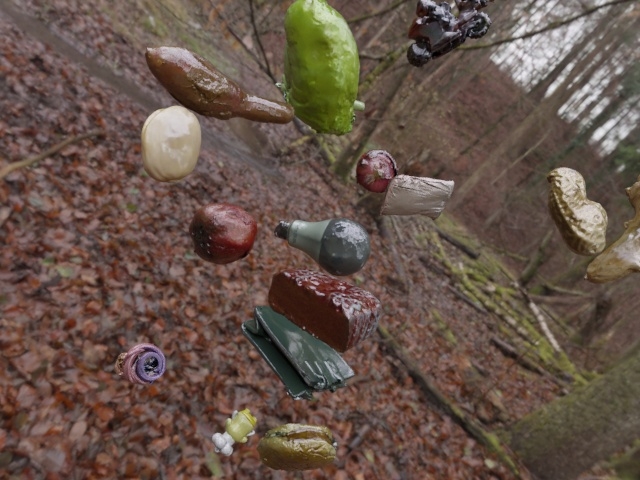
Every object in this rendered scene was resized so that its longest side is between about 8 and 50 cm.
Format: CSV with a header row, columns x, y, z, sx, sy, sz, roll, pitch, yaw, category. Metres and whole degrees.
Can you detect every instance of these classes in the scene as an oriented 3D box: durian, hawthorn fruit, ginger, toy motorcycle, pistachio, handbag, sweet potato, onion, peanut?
x,y,z,sx,sy,sz,roll,pitch,yaw,category
-0.008,-0.460,1.289,0.256,0.204,0.340,44,-30,24,durian
-0.258,-0.032,1.388,0.235,0.181,0.181,-23,63,-45,hawthorn fruit
0.556,-0.048,0.780,0.148,0.333,0.081,38,-15,42,ginger
0.456,-0.743,1.601,0.207,0.400,0.134,71,17,7,toy motorcycle
-0.345,-0.230,1.128,0.145,0.117,0.201,42,51,-55,pistachio
-0.053,0.279,1.225,0.260,0.079,0.247,47,14,28,handbag
-0.207,-0.308,1.036,0.385,0.109,0.109,12,32,-53,sweet potato
0.223,-0.280,1.973,0.184,0.184,0.147,41,-5,-11,onion
0.641,-0.073,1.218,0.196,0.110,0.233,-20,78,-51,peanut

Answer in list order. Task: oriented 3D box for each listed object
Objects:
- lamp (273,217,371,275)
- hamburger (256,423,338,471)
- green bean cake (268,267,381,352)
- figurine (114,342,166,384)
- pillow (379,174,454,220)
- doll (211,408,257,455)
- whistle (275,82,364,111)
x,y,z,sx,sy,sz,roll,pitch,yaw,category
0.011,-0.014,1.524,0.313,0.182,0.182,32,10,10,lamp
-0.068,0.759,1.782,0.308,0.211,0.133,12,51,-17,hamburger
0.001,0.130,0.995,0.232,0.097,0.198,21,11,28,green bean cake
-0.543,0.367,1.411,0.114,0.156,0.126,-73,146,-61,figurine
0.366,-0.158,1.835,0.269,0.174,0.067,5,23,-18,pillow
-0.287,0.638,1.608,0.106,0.162,0.062,53,-26,-9,doll
-0.002,-0.450,1.518,0.288,0.106,0.131,15,22,-6,whistle
